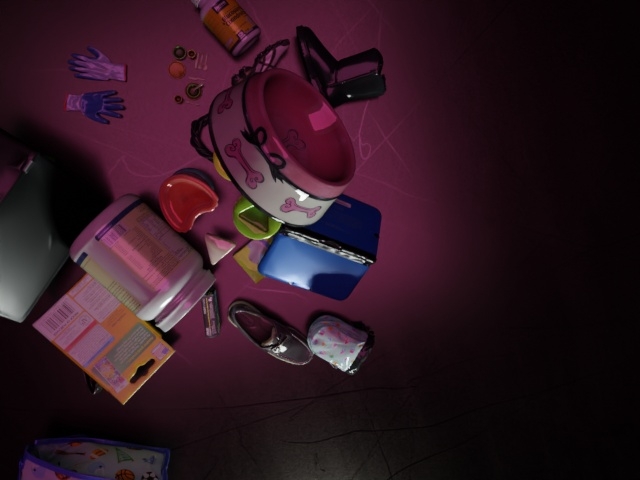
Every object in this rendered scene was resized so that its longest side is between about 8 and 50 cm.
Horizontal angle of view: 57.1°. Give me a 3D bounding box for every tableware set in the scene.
[{"bbox_3d":[-0.370,-0.451,1.614,0.104,0.024,0.154,11,96,-7],"label":"tableware set"}]

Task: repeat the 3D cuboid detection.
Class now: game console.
[{"bbox_3d":[0.000,0.000,1.675,0.293,0.173,0.250,21,62,-21],"label":"game console"}]

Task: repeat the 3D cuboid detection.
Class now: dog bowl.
[{"bbox_3d":[-0.074,-0.246,1.470,0.150,0.408,0.408,-32,101,33],"label":"dog bowl"}]

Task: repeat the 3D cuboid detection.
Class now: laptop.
[{"bbox_3d":[-0.812,-0.063,1.405,0.408,0.236,0.382,32,77,-10],"label":"laptop"}]

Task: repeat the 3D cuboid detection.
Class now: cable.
[{"bbox_3d":[-0.272,-0.285,1.632,0.184,0.047,0.150,34,92,-8],"label":"cable"}]

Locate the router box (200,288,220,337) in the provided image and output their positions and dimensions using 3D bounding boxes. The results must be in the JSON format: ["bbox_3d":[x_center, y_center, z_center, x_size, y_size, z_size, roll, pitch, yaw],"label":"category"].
[{"bbox_3d":[-0.310,0.203,1.663,0.038,0.092,0.122,-7,98,-5],"label":"router box"}]

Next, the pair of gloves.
[{"bbox_3d":[-0.609,-0.421,1.595,0.159,0.023,0.198,8,97,-7],"label":"pair of gloves"}]

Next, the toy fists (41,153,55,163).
[{"bbox_3d":[-0.757,-0.091,1.561,0.096,0.142,0.279,8,96,8],"label":"toy fists"}]

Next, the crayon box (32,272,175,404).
[{"bbox_3d":[-0.591,0.266,1.629,0.323,0.083,0.203,45,78,-8],"label":"crayon box"}]

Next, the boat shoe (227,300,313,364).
[{"bbox_3d":[-0.144,0.275,1.688,0.285,0.092,0.103,37,92,-9],"label":"boat shoe"}]

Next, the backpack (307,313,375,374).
[{"bbox_3d":[0.051,0.291,1.700,0.182,0.115,0.152,31,95,-6],"label":"backpack"}]

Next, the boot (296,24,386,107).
[{"bbox_3d":[0.060,-0.493,1.615,0.207,0.094,0.246,-19,105,0],"label":"boot"}]

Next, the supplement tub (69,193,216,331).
[{"bbox_3d":[-0.463,0.062,1.558,0.325,0.235,0.235,44,91,-9],"label":"supplement tub"}]

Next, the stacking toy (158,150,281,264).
[{"bbox_3d":[-0.252,-0.115,1.588,0.309,0.130,0.279,-29,104,10],"label":"stacking toy"}]

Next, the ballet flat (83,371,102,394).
[{"bbox_3d":[-0.653,0.351,1.667,0.058,0.049,0.173,-16,98,-5],"label":"ballet flat"}]

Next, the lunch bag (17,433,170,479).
[{"bbox_3d":[-0.642,0.730,1.623,0.386,0.239,0.327,12,97,-14],"label":"lunch bag"}]

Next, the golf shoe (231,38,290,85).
[{"bbox_3d":[-0.149,-0.468,1.616,0.198,0.077,0.094,-39,110,7],"label":"golf shoe"}]

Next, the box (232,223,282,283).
[{"bbox_3d":[-0.149,0.027,1.683,0.178,0.042,0.109,-40,101,0],"label":"box"}]

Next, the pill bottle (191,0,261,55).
[{"bbox_3d":[-0.254,-0.593,1.569,0.103,0.103,0.184,-43,99,0],"label":"pill bottle"}]
